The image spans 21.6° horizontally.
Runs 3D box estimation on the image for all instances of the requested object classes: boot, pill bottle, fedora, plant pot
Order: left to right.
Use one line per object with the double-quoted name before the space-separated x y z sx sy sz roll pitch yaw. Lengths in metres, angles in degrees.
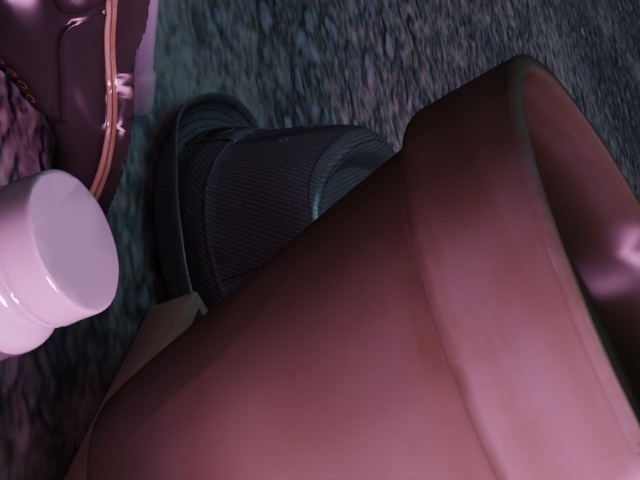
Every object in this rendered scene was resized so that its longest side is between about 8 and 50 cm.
"pill bottle" -0.163 0.020 0.734 0.078 0.137 0.078 48 32 -45
"boot" -0.170 -0.102 0.916 0.077 0.137 0.198 -109 -155 -55
"fedora" 0.000 0.000 1.146 0.275 0.124 0.244 -14 86 -68
"plant pot" 0.050 0.110 0.846 0.323 0.280 0.323 53 22 -31

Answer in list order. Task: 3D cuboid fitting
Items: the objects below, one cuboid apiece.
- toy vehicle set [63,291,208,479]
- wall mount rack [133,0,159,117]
"toy vehicle set" -0.079 0.171 0.946 0.166 0.035 0.267 61 24 -24
"wall mount rack" -0.138 -0.267 1.045 0.304 0.130 0.350 51 30 -34
